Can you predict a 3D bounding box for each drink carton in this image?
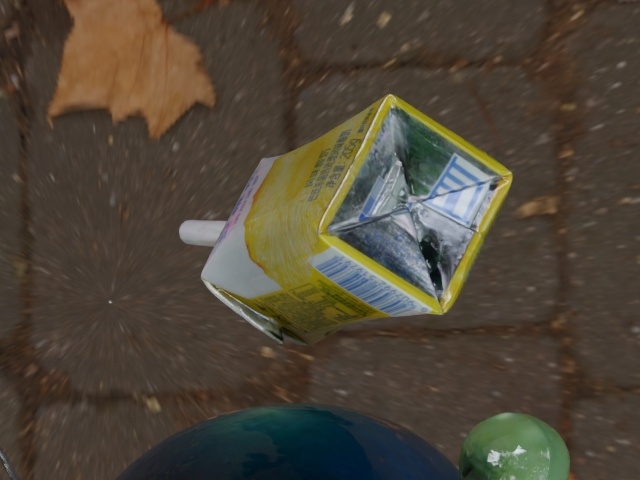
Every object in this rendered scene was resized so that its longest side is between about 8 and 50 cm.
[{"bbox_3d":[0.000,0.000,0.824,0.074,0.200,0.084,30,74,-14],"label":"drink carton"}]

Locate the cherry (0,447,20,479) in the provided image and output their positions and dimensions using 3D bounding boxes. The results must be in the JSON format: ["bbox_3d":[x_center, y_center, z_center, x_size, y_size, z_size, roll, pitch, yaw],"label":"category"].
[{"bbox_3d":[-0.181,0.080,0.638,0.148,0.115,0.188,-18,120,-40],"label":"cherry"}]

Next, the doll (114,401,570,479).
[{"bbox_3d":[0.018,0.163,0.775,0.186,0.322,0.198,3,85,-46],"label":"doll"}]
